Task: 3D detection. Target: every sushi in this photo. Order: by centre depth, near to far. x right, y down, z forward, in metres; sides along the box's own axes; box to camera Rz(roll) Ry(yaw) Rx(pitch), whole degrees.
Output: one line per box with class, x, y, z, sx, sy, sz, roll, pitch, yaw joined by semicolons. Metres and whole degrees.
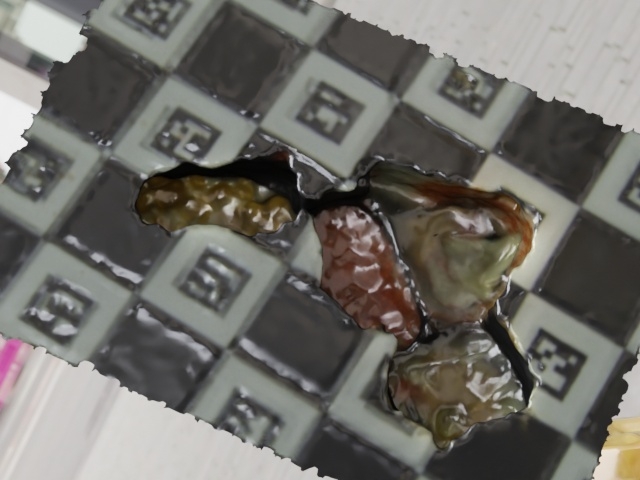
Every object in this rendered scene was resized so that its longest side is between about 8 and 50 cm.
sushi;0.000;0.000;0.405;0.031;0.201;0.139;97;-163;-72

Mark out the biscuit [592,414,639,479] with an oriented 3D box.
biscuit;0.198;0.094;0.585;0.204;0.309;0.040;72;-165;-81
